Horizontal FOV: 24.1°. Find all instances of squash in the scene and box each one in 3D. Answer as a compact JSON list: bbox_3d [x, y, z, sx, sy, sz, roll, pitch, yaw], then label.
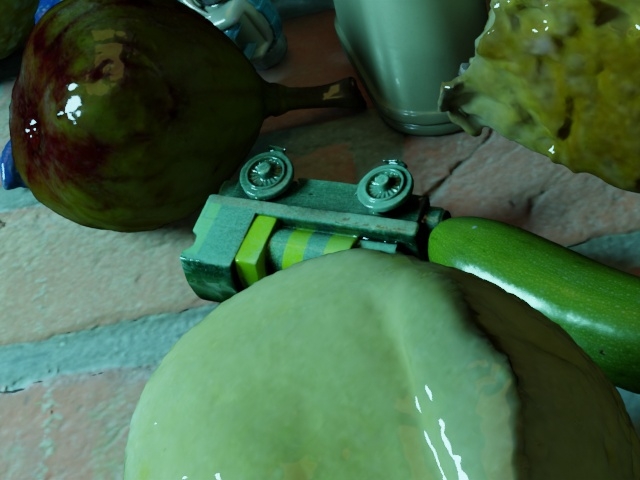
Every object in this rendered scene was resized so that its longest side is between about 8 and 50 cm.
[{"bbox_3d":[0.191,0.054,1.064,0.292,0.082,0.082,24,54,38],"label":"squash"}]

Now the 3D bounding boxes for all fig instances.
[{"bbox_3d":[-0.103,-0.109,1.318,0.321,0.217,0.217,-2,32,-29],"label":"fig"}]

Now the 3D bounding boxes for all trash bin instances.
[{"bbox_3d":[0.069,-0.256,1.339,0.121,0.247,0.243,-18,38,-4],"label":"trash bin"}]

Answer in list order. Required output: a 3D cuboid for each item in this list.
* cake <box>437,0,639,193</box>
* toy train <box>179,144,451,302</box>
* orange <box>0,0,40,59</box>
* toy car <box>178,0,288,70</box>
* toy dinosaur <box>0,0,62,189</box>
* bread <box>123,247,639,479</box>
[{"bbox_3d":[0.296,-0.217,1.134,0.314,0.293,0.307,23,50,4],"label":"cake"},{"bbox_3d":[0.000,0.000,1.205,0.200,0.083,0.132,7,56,26],"label":"toy train"},{"bbox_3d":[-0.408,-0.261,1.543,0.271,0.210,0.368,6,42,50],"label":"orange"},{"bbox_3d":[-0.123,-0.199,1.448,0.161,0.126,0.098,3,58,31],"label":"toy car"},{"bbox_3d":[-0.272,-0.186,1.453,0.188,0.248,0.075,-23,2,-38],"label":"toy dinosaur"},{"bbox_3d":[0.044,0.162,0.886,0.320,0.237,0.320,-21,40,19],"label":"bread"}]
